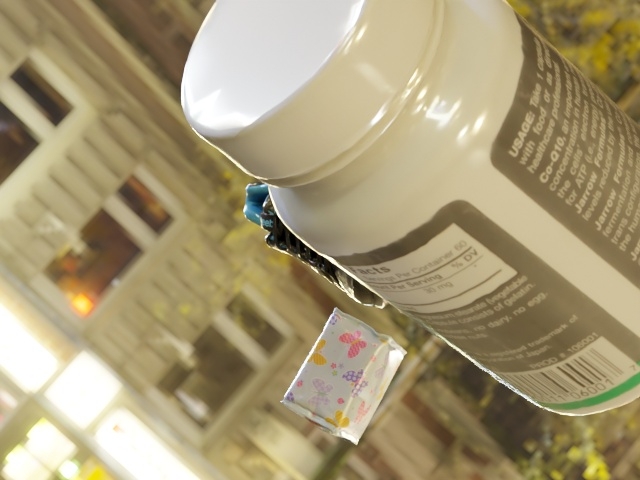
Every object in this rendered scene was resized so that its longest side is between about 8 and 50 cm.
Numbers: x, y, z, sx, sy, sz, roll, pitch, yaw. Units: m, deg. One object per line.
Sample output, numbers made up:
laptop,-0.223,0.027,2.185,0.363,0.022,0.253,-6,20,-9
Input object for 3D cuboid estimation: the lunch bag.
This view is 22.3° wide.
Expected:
lunch bag,0.016,0.087,1.009,0.053,0.071,0.083,28,-5,19

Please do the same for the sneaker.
sneaker,0.000,0.000,1.993,0.139,0.125,0.341,2,14,-16

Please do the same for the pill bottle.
pill bottle,0.095,-0.047,1.081,0.361,0.204,0.204,37,-8,-34
